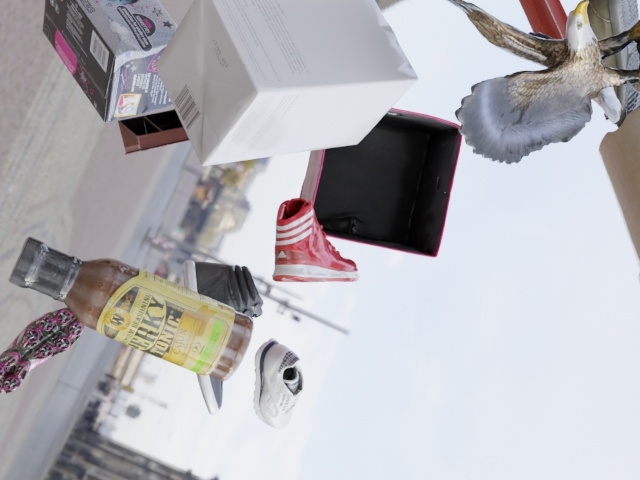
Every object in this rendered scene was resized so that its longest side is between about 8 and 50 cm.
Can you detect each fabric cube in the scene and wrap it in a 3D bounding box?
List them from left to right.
[{"bbox_3d":[0.105,-0.122,1.888,0.258,0.254,0.259,-144,-114,-82],"label":"fabric cube"}]

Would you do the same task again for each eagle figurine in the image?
[{"bbox_3d":[0.316,-0.239,1.320,0.226,0.298,0.225,-90,172,-66],"label":"eagle figurine"}]

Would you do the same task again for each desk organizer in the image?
[{"bbox_3d":[-0.222,-0.162,1.401,0.047,0.130,0.050,-4,-78,50],"label":"desk organizer"}]

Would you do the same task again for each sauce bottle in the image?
[{"bbox_3d":[-0.268,0.095,1.384,0.111,0.344,0.111,-58,-162,31],"label":"sauce bottle"}]

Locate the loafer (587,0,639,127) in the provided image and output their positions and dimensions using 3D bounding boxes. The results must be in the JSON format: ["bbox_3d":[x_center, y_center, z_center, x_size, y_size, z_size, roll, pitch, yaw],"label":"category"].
[{"bbox_3d":[0.496,-0.315,1.656,0.094,0.087,0.251,-32,121,-39],"label":"loafer"}]

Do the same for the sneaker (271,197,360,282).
[{"bbox_3d":[0.000,0.000,1.477,0.221,0.087,0.128,5,84,-68],"label":"sneaker"}]

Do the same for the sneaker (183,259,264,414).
[{"bbox_3d":[-0.173,0.177,1.848,0.104,0.146,0.296,142,-59,-75],"label":"sneaker"}]

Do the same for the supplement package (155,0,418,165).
[{"bbox_3d":[-0.046,-0.235,1.362,0.293,0.177,0.175,-12,158,-39],"label":"supplement package"}]

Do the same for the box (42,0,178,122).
[{"bbox_3d":[-0.354,-0.354,1.660,0.142,0.247,0.163,-22,152,-33],"label":"box"}]

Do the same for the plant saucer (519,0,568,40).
[{"bbox_3d":[0.409,-0.407,1.755,0.047,0.259,0.258,-26,164,23],"label":"plant saucer"}]

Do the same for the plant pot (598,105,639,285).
[{"bbox_3d":[0.640,-0.078,1.653,0.334,0.333,0.305,-54,-130,53],"label":"plant pot"}]

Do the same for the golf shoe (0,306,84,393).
[{"bbox_3d":[-0.450,0.162,1.540,0.186,0.067,0.086,-37,-165,2],"label":"golf shoe"}]

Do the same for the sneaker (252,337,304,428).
[{"bbox_3d":[-0.081,0.317,2.038,0.090,0.094,0.235,-41,141,-38],"label":"sneaker"}]
